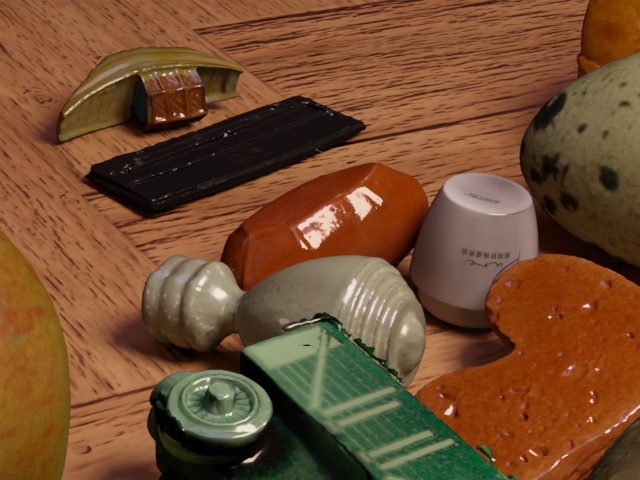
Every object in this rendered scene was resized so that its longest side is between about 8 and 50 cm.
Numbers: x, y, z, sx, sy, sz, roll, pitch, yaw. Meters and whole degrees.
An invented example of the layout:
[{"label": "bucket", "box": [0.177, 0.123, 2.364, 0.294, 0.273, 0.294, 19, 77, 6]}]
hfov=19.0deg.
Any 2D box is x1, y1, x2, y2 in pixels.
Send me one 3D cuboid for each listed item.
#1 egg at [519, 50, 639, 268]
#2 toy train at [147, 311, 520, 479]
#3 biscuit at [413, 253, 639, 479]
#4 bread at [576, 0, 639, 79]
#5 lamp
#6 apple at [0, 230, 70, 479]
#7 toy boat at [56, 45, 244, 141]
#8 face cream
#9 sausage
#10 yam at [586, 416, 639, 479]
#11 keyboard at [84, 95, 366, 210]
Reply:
[{"label": "egg", "box": [0.263, -0.062, 1.448, 0.228, 0.177, 0.177, 5, 26, 23]}, {"label": "toy train", "box": [0.006, 0.146, 1.071, 0.154, 0.115, 0.269, -17, 36, -28]}, {"label": "biscuit", "box": [0.139, 0.089, 1.235, 0.192, 0.036, 0.186, -32, 37, -18]}, {"label": "bread", "box": [0.343, -0.160, 1.583, 0.268, 0.268, 0.145, 7, 19, -1]}, {"label": "lamp", "box": [-0.021, 0.053, 1.255, 0.193, 0.106, 0.106, 11, 28, 26]}, {"label": "apple", "box": [-0.243, 0.083, 0.997, 0.261, 0.261, 0.194, 23, 20, 26]}, {"label": "toy boat", "box": [-0.142, -0.119, 1.570, 0.172, 0.065, 0.066, -14, 55, -30]}, {"label": "face cream", "box": [0.112, 0.007, 1.365, 0.091, 0.095, 0.091, 6, 28, -3]}, {"label": "sausage", "box": [0.000, 0.000, 1.365, 0.179, 0.089, 0.089, -28, 44, -34]}, {"label": "yam", "box": [0.190, 0.205, 0.935, 0.195, 0.195, 0.300, 19, 31, 19]}, {"label": "keyboard", "box": [-0.071, -0.072, 1.545, 0.087, 0.017, 0.250, 27, 33, 33]}]
